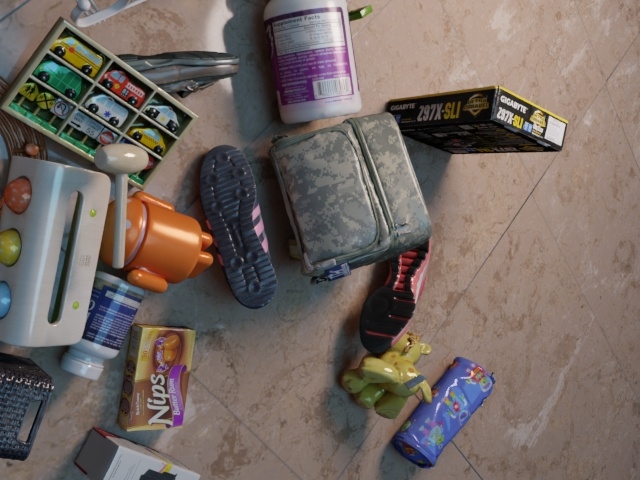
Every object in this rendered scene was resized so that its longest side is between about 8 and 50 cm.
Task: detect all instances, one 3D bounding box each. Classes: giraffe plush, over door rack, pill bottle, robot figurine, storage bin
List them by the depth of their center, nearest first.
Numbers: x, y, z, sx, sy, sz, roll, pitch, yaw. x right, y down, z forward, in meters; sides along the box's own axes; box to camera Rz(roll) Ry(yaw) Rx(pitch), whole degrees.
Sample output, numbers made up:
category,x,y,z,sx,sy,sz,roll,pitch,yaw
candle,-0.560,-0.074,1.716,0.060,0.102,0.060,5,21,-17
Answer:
category,x,y,z,sx,sy,sz,roll,pitch,yaw
storage bin,-0.479,0.240,0.946,0.084,0.180,0.122,24,79,-37
over door rack,-0.305,-0.501,1.016,0.324,0.108,0.239,-32,87,-31
pill bottle,-0.373,0.144,1.074,0.094,0.094,0.169,30,76,-35
robot figurine,-0.294,0.002,1.101,0.219,0.128,0.158,21,86,-36
pill bottle,-0.021,-0.391,1.255,0.169,0.169,0.301,-17,104,-35
giraffe plush,0.169,0.284,1.472,0.181,0.210,0.170,49,35,-23

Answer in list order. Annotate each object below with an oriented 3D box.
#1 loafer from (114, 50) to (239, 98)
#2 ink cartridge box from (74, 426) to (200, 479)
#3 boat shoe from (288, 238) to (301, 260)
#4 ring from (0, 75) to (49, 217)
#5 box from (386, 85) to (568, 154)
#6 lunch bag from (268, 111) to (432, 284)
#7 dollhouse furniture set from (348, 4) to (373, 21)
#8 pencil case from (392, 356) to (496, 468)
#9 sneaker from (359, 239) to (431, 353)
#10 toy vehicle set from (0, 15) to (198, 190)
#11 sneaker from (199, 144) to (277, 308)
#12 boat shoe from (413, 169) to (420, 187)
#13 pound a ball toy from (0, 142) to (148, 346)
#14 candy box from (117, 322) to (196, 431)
category,x,y,z,sx,sy,sz,roll,pitch,yaw
loafer,-0.273,-0.289,1.133,0.267,0.096,0.084,-11,119,-29
ink cartridge box,-0.320,0.403,1.115,0.175,0.127,0.072,36,70,-35
boat shoe,-0.002,0.000,1.373,0.153,0.056,0.048,-18,109,-28
ring,-0.576,-0.118,0.939,0.336,0.032,0.336,-3,94,-37
box,0.345,-0.264,1.447,0.257,0.322,0.079,10,89,-37
lunch bag,0.047,-0.083,1.281,0.256,0.212,0.305,-15,84,-20
dollhouse furniture set,0.050,-0.549,1.364,0.076,0.058,0.151,-41,117,-28
pencil case,0.315,0.435,1.605,0.306,0.119,0.133,-43,95,-25
sneaker,0.192,0.134,1.479,0.314,0.116,0.136,-63,151,-24
toy vehicle set,-0.354,-0.213,1.041,0.267,0.035,0.166,33,96,-41
sneaker,-0.164,-0.021,1.229,0.112,0.131,0.319,-11,81,-9
boat shoe,0.198,-0.101,1.509,0.060,0.064,0.178,-22,111,-32
pound a ball toy,-0.397,-0.002,0.948,0.136,0.208,0.319,9,93,-55
candy box,-0.300,0.250,1.165,0.109,0.053,0.186,10,86,-38
